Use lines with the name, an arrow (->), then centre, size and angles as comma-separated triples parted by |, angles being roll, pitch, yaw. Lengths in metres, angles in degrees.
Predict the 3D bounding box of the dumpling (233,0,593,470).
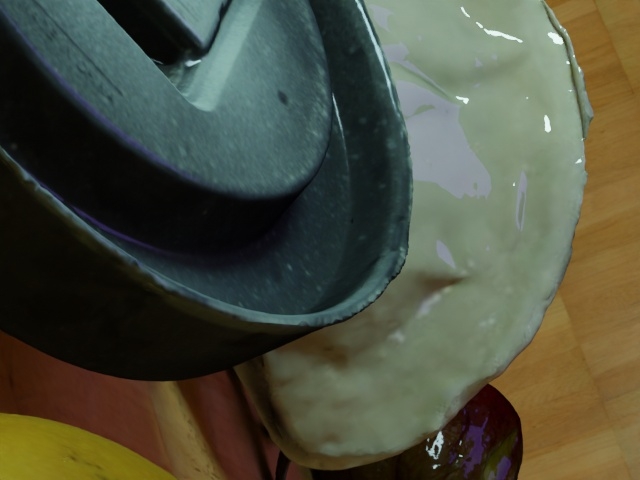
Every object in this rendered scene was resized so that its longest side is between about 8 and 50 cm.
dumpling -> 0.020, -0.059, 1.173 | 0.233, 0.315, 0.395 | 34, 39, -72

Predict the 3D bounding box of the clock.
clock -> -0.104, -0.116, 0.798 | 0.386, 0.076, 0.386 | 40, 33, -33

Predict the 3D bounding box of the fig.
fig -> 0.093, 0.230, 1.494 | 0.190, 0.191, 0.290 | 61, 9, -49

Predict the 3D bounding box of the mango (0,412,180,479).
mango -> -0.077, 0.138, 0.531 | 0.254, 0.139, 0.175 | 54, 8, -44

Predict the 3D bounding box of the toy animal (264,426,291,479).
toy animal -> -0.004, 0.133, 1.344 | 0.155, 0.095, 0.219 | 35, 35, -71

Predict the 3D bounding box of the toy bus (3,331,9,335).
toy bus -> -0.112, -0.012, 0.951 | 0.268, 0.092, 0.106 | -27, 104, -84
